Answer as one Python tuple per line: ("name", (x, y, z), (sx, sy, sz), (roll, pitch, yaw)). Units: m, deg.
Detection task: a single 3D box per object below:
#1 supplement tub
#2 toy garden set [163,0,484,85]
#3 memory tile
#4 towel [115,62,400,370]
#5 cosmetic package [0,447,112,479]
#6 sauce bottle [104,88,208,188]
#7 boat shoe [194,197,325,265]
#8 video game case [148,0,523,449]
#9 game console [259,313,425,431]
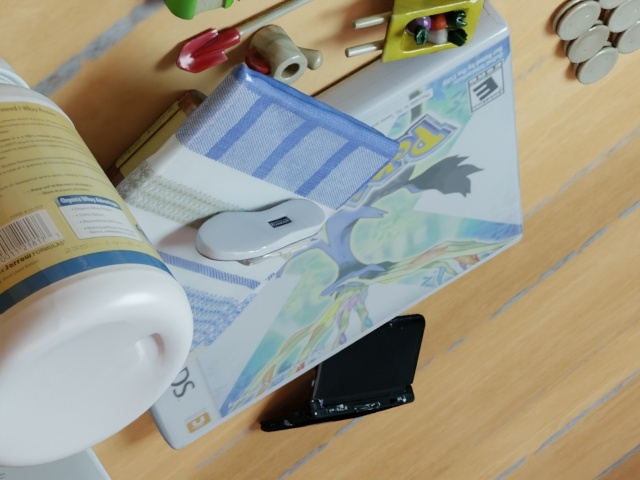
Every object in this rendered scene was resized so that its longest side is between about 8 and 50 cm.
("supplement tub", (-0.173, 0.007, 1.072), (0.144, 0.200, 0.144), (-27, 151, -16))
("toy garden set", (0.023, -0.163, 1.192), (0.244, 0.049, 0.204), (-20, 148, -27))
("memory tile", (0.236, -0.180, 1.445), (0.148, 0.012, 0.113), (-37, 152, 3))
("towel", (-0.095, 0.009, 1.260), (0.285, 0.034, 0.209), (-44, 153, 16))
("cosmetic package", (-0.218, 0.241, 1.429), (0.183, 0.151, 0.151), (-31, 152, -10))
("sauce bottle", (-0.111, -0.039, 1.243), (0.128, 0.042, 0.042), (-42, 152, 15))
("boat shoe", (-0.041, 0.001, 1.238), (0.100, 0.035, 0.035), (-19, 146, -44))
("video game case", (0.000, 0.000, 1.430), (0.329, 0.036, 0.300), (-31, 152, -9))
("game console", (0.018, 0.110, 1.645), (0.122, 0.071, 0.107), (-4, 168, -44))
